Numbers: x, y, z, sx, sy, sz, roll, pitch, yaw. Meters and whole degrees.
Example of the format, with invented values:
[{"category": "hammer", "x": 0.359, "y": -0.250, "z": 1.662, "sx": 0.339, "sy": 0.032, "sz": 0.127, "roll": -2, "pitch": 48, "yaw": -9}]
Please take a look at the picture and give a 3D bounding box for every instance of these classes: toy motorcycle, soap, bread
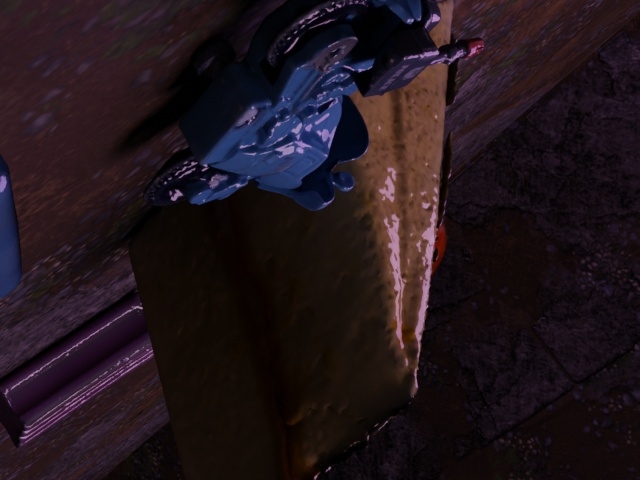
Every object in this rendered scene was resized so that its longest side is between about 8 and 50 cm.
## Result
[{"category": "toy motorcycle", "x": -0.009, "y": -0.107, "z": 1.012, "sx": 0.182, "sy": 0.123, "sz": 0.272, "roll": -18, "pitch": 163, "yaw": -43}, {"category": "soap", "x": -0.280, "y": 0.150, "z": 1.620, "sx": 0.203, "sy": 0.065, "sz": 0.122, "roll": -35, "pitch": 173, "yaw": -25}, {"category": "bread", "x": 0.009, "y": 0.041, "z": 1.294, "sx": 0.346, "sy": 0.405, "sz": 0.242, "roll": -26, "pitch": 173, "yaw": 42}]

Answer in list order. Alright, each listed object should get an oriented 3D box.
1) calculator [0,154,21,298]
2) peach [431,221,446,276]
[{"category": "calculator", "x": -0.260, "y": 0.025, "z": 0.847, "sx": 0.173, "sy": 0.051, "sz": 0.293, "roll": -35, "pitch": 173, "yaw": -17}, {"category": "peach", "x": 0.000, "y": 0.000, "z": 1.605, "sx": 0.275, "sy": 0.245, "sz": 0.248, "roll": -26, "pitch": 144, "yaw": -8}]
